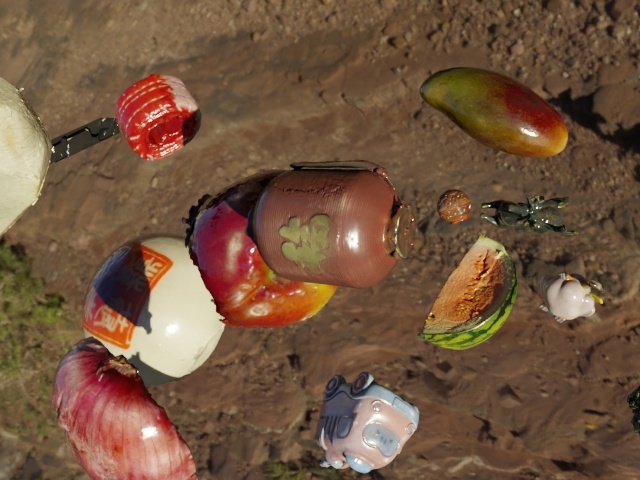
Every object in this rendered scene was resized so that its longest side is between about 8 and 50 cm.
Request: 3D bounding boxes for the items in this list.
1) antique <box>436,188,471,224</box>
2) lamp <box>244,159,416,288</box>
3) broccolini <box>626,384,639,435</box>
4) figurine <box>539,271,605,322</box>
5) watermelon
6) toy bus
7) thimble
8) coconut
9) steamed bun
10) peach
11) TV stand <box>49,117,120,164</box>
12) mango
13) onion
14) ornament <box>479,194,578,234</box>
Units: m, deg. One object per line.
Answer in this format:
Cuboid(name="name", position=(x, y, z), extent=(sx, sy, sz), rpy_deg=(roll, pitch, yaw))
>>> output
Cuboid(name="antique", position=(0.385, -0.100, 1.857), extent=(0.104, 0.104, 0.104), rpy_deg=(-20, 55, 30))
Cuboid(name="lamp", position=(0.009, -0.026, 0.918), extent=(0.257, 0.180, 0.180), rpy_deg=(6, 70, 29))
Cuboid(name="broccolini", position=(0.379, 0.125, 0.672), extent=(0.091, 0.068, 0.203), rpy_deg=(20, 113, 47))
Cuboid(name="figurine", position=(0.577, 0.136, 1.524), extent=(0.112, 0.229, 0.137), rpy_deg=(-41, 76, -8))
Cuboid(name="watermelon", position=(0.368, 0.135, 1.432), extent=(0.303, 0.159, 0.128), rpy_deg=(-52, 9, -21))
Cuboid(name="toy bus", position=(0.108, 0.503, 1.723), extent=(0.294, 0.197, 0.232), rpy_deg=(-20, 36, 55))
Cuboid(name="thimble", position=(-0.385, -0.294, 1.523), extent=(0.189, 0.163, 0.125), rpy_deg=(-40, 62, 8))
Cuboid(name="coconut", position=(-0.348, -0.079, 0.628), extent=(0.161, 0.161, 0.162), rpy_deg=(-37, 38, 18))
Cuboid(name="steamed bun", position=(-0.411, 0.151, 1.512), extent=(0.374, 0.241, 0.375), rpy_deg=(-15, 64, 33))
Cuboid(name="peach", position=(-0.109, 0.017, 1.427), extent=(0.352, 0.339, 0.416), rpy_deg=(-23, 12, -14))
Cuboid(name="TV stand", position=(-0.532, -0.197, 1.339), extent=(0.042, 0.036, 0.249), rpy_deg=(17, 40, 33))
Cuboid(name="mango", position=(0.286, -0.220, 1.075), extent=(0.267, 0.111, 0.133), rpy_deg=(32, 56, 25))
Cuboid(name="onion", position=(-0.258, 0.270, 0.854), extent=(0.120, 0.284, 0.227), rpy_deg=(-38, 47, -24))
Cuboid(name="ornament", position=(0.487, -0.050, 1.391), extent=(0.236, 0.202, 0.080), rpy_deg=(-179, 97, -76))
